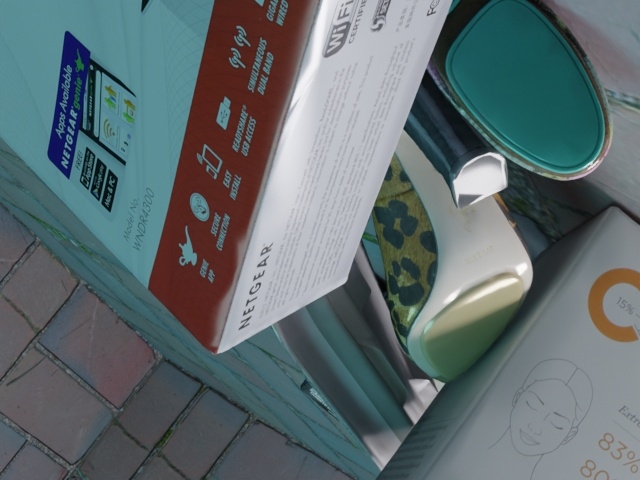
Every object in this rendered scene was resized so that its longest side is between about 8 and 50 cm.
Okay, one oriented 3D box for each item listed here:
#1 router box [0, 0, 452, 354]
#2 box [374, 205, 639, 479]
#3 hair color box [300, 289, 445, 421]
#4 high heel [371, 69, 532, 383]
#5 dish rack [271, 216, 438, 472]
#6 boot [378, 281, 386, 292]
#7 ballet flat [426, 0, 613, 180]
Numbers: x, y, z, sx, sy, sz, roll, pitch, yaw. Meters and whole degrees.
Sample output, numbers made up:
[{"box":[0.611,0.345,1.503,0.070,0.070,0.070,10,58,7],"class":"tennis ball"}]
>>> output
[{"box":[-0.077,-0.171,0.478,0.301,0.082,0.335,42,138,23],"class":"router box"},{"box":[0.168,0.186,0.883,0.215,0.345,0.168,38,167,1],"class":"box"},{"box":[0.113,0.132,1.253,0.174,0.105,0.347,38,157,-2],"class":"hair color box"},{"box":[0.064,-0.032,0.857,0.261,0.093,0.186,87,160,-50],"class":"high heel"},{"box":[0.000,0.000,1.012,0.285,0.072,0.333,58,-170,-49],"class":"dish rack"},{"box":[0.071,0.063,1.387,0.114,0.037,0.106,43,163,-4],"class":"boot"},{"box":[0.078,-0.123,0.717,0.221,0.077,0.079,43,-176,0],"class":"ballet flat"}]
